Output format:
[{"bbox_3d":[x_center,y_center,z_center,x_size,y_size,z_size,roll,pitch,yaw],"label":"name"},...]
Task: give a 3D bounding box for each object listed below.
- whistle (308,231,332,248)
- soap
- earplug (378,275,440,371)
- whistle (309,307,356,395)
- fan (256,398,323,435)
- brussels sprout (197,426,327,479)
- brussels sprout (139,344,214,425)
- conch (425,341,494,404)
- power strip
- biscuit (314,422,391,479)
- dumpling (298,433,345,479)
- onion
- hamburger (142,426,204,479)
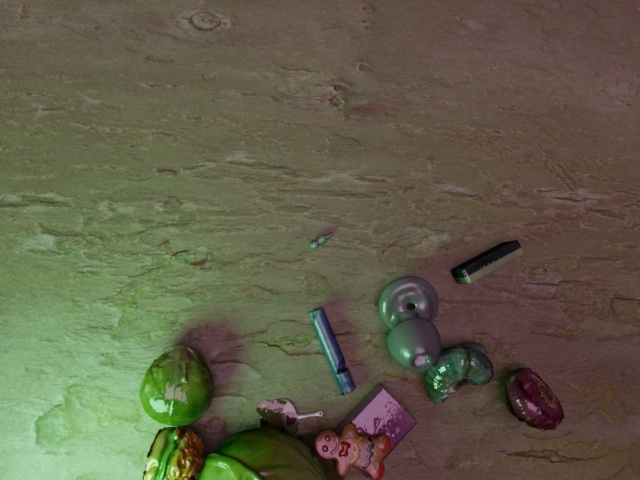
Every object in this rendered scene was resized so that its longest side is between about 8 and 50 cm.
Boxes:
[{"bbox_3d":[0.000,0.000,1.678,0.100,0.035,0.035,-32,89,-10],"label":"whistle"},{"bbox_3d":[0.183,0.649,1.613,0.259,0.081,0.181,-43,90,-9],"label":"soap"},{"bbox_3d":[0.317,0.286,1.617,0.214,0.175,0.325,-4,73,-2],"label":"earplug"},{"bbox_3d":[0.039,0.384,1.633,0.062,0.062,0.303,-22,87,-8],"label":"whistle"},{"bbox_3d":[-0.102,0.613,1.620,0.227,0.008,0.152,-8,85,-7],"label":"fan"},{"bbox_3d":[-0.203,0.772,1.426,0.426,0.342,0.361,-36,76,-9],"label":"brussels sprout"},{"bbox_3d":[-0.453,0.466,1.500,0.245,0.244,0.243,1,84,-7],"label":"brussels sprout"},{"bbox_3d":[0.491,0.448,1.629,0.196,0.220,0.277,27,53,32],"label":"conch"},{"bbox_3d":[0.612,0.078,1.705,0.257,0.105,0.070,-27,90,-8],"label":"power strip"},{"bbox_3d":[0.101,0.686,1.527,0.250,0.036,0.165,18,69,-3],"label":"biscuit"},{"bbox_3d":[0.032,0.809,1.579,0.166,0.086,0.331,-14,86,24],"label":"dumpling"},{"bbox_3d":[0.726,0.566,1.643,0.163,0.230,0.230,-40,90,27],"label":"onion"},{"bbox_3d":[-0.443,0.694,1.460,0.149,0.237,0.236,6,84,3],"label":"hamburger"}]
